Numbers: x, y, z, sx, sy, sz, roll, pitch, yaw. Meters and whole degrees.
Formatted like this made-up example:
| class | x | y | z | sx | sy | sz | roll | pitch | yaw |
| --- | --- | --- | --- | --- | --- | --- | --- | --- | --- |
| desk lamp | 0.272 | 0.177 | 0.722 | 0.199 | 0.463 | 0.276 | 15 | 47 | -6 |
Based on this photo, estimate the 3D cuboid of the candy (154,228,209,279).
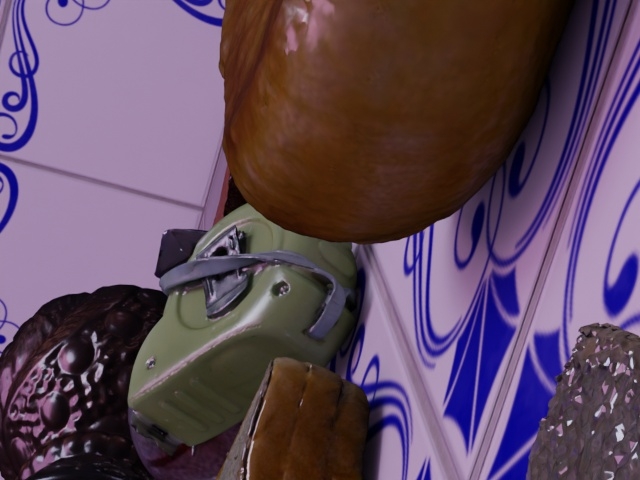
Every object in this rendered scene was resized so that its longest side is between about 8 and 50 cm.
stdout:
| class | x | y | z | sx | sy | sz | roll | pitch | yaw |
| --- | --- | --- | --- | --- | --- | --- | --- | --- | --- |
| candy | -0.088 | 0.025 | 1.455 | 0.312 | 0.088 | 0.061 | 26 | -107 | -86 |

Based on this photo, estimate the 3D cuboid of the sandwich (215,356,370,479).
| class | x | y | z | sx | sy | sz | roll | pitch | yaw |
| --- | --- | --- | --- | --- | --- | --- | --- | --- | --- |
| sandwich | -0.039 | 0.216 | 0.994 | 0.251 | 0.087 | 0.226 | 115 | 168 | -50 |

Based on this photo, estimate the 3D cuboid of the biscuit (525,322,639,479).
| class | x | y | z | sx | sy | sz | roll | pitch | yaw |
| --- | --- | --- | --- | --- | --- | --- | --- | --- | --- |
| biscuit | 0.078 | 0.147 | 0.453 | 0.147 | 0.046 | 0.250 | -152 | 77 | -81 |

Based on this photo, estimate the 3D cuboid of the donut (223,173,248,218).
| class | x | y | z | sx | sy | sz | roll | pitch | yaw |
| --- | --- | --- | --- | --- | --- | --- | --- | --- | --- |
| donut | -0.040 | -0.061 | 1.457 | 0.140 | 0.059 | 0.140 | -53 | -20 | -29 |

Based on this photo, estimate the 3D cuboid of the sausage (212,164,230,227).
| class | x | y | z | sx | sy | sz | roll | pitch | yaw |
| --- | --- | --- | --- | --- | --- | --- | --- | --- | --- |
| sausage | -0.075 | -0.056 | 1.751 | 0.088 | 0.088 | 0.433 | -160 | 84 | -82 |

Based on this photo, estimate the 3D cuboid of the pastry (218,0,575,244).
| class | x | y | z | sx | sy | sz | roll | pitch | yaw |
| --- | --- | --- | --- | --- | --- | --- | --- | --- | --- |
| pastry | 0.054 | -0.166 | 0.812 | 0.356 | 0.164 | 0.356 | -162 | 90 | -77 |

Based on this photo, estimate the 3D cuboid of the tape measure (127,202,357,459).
| class | x | y | z | sx | sy | sz | roll | pitch | yaw |
| --- | --- | --- | --- | --- | --- | --- | --- | --- | --- |
| tape measure | -0.054 | 0.049 | 1.173 | 0.200 | 0.106 | 0.175 | -34 | 35 | 31 |

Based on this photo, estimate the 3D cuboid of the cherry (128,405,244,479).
| class | x | y | z | sx | sy | sz | roll | pitch | yaw |
| --- | --- | --- | --- | --- | --- | --- | --- | --- | --- |
| cherry | -0.094 | 0.135 | 1.327 | 0.176 | 0.140 | 0.176 | -166 | 90 | -89 |

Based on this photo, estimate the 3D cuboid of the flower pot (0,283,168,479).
| class | x | y | z | sx | sy | sz | roll | pitch | yaw |
| --- | --- | --- | --- | --- | --- | --- | --- | --- | --- |
| flower pot | -0.206 | 0.216 | 1.472 | 0.267 | 0.267 | 0.266 | -85 | 12 | -59 |
